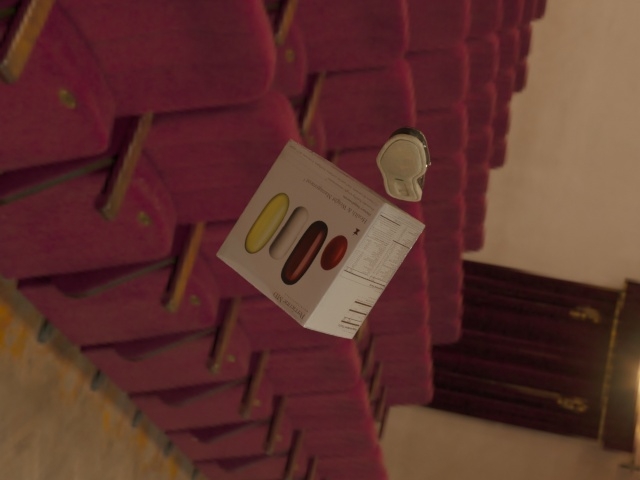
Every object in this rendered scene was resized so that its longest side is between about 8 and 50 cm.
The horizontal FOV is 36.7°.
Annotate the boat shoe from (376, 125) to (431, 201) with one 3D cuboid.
[{"bbox_3d":[0.142,-0.139,1.591,0.233,0.084,0.079,75,32,-72],"label":"boat shoe"}]

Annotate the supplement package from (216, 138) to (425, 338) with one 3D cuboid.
[{"bbox_3d":[0.000,0.000,1.394,0.203,0.194,0.149,-58,150,6],"label":"supplement package"}]
